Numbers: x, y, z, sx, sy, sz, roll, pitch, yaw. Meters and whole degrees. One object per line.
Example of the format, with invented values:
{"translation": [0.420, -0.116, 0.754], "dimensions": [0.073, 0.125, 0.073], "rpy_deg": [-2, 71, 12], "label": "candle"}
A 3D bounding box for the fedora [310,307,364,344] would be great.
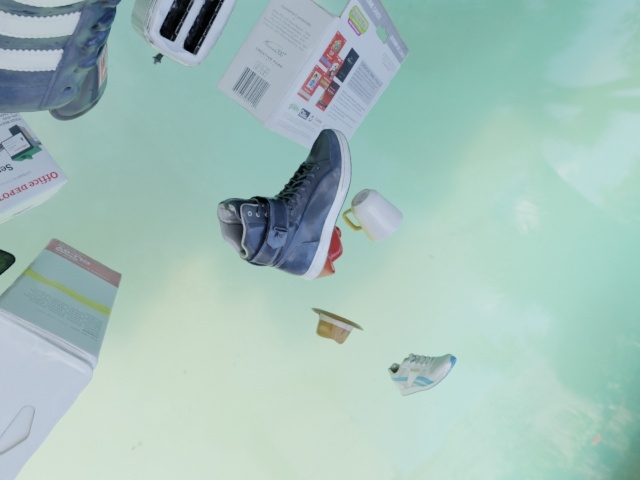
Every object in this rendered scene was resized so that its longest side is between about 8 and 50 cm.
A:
{"translation": [0.041, 0.272, 1.544], "dimensions": [0.194, 0.194, 0.079], "rpy_deg": [33, 75, -48], "label": "fedora"}

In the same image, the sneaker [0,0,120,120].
{"translation": [-0.166, -0.162, 0.319], "dimensions": [0.148, 0.349, 0.131], "rpy_deg": [43, 44, -52], "label": "sneaker"}

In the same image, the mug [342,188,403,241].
{"translation": [0.071, -0.037, 0.729], "dimensions": [0.078, 0.062, 0.064], "rpy_deg": [-37, 117, 15], "label": "mug"}

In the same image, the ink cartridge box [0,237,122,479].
{"translation": [-0.489, 0.185, 0.825], "dimensions": [0.160, 0.384, 0.279], "rpy_deg": [37, 91, -22], "label": "ink cartridge box"}

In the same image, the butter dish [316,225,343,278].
{"translation": [0.000, 0.000, 1.204], "dimensions": [0.118, 0.160, 0.160], "rpy_deg": [-27, 93, -29], "label": "butter dish"}

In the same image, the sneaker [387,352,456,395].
{"translation": [0.280, 0.361, 1.392], "dimensions": [0.228, 0.092, 0.087], "rpy_deg": [-40, 175, 42], "label": "sneaker"}

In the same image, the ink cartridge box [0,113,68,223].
{"translation": [-0.593, -0.151, 0.888], "dimensions": [0.219, 0.092, 0.160], "rpy_deg": [56, 38, -13], "label": "ink cartridge box"}

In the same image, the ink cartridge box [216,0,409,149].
{"translation": [0.006, -0.316, 0.916], "dimensions": [0.272, 0.130, 0.309], "rpy_deg": [-53, 161, 12], "label": "ink cartridge box"}

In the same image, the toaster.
{"translation": [-0.227, -0.386, 0.825], "dimensions": [0.129, 0.146, 0.227], "rpy_deg": [24, 107, -36], "label": "toaster"}

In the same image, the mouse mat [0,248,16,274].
{"translation": [-0.521, 0.049, 0.643], "dimensions": [0.189, 0.007, 0.152], "rpy_deg": [-38, 142, 13], "label": "mouse mat"}

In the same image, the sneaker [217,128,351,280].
{"translation": [-0.050, -0.068, 0.696], "dimensions": [0.163, 0.086, 0.226], "rpy_deg": [16, 85, -34], "label": "sneaker"}
